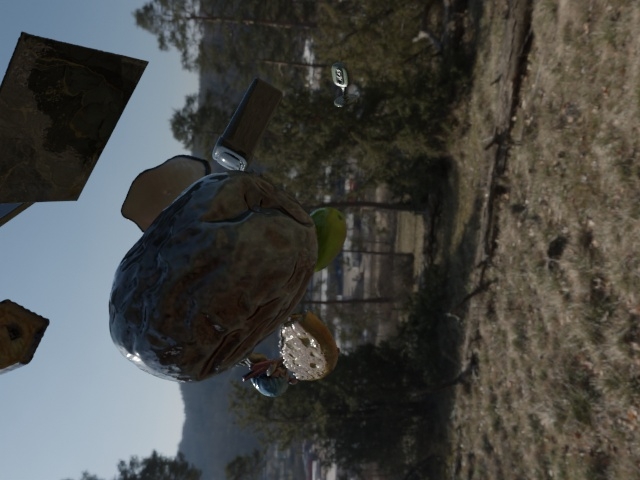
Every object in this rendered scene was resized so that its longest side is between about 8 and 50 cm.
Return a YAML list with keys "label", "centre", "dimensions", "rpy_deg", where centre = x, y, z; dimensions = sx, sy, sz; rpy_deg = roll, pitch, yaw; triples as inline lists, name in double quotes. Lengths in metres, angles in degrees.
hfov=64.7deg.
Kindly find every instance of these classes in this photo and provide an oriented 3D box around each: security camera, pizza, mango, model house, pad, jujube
- label: "security camera"
  centre: [0.049, -0.352, 1.132]
  dimensions: [0.058, 0.058, 0.092]
  rpy_deg: [-99, -7, -51]
- label: "pizza"
  centre: [-0.020, 0.203, 0.973]
  dimensions: [0.246, 0.127, 0.058]
  rpy_deg: [79, -150, -45]
- label: "mango"
  centre: [0.004, 0.001, 1.187]
  dimensions: [0.117, 0.089, 0.163]
  rpy_deg: [20, 94, 47]
- label: "model house"
  centre: [-0.794, 0.168, 1.128]
  dimensions: [0.312, 0.245, 0.280]
  rpy_deg: [66, -161, 3]
- label: "pad"
  centre: [-0.492, -0.200, 0.937]
  dimensions: [0.367, 0.007, 0.248]
  rpy_deg: [-49, -17, 25]
- label: "jujube"
  centre: [-0.149, 0.060, 0.709]
  dimensions: [0.308, 0.215, 0.246]
  rpy_deg: [-51, -9, 19]

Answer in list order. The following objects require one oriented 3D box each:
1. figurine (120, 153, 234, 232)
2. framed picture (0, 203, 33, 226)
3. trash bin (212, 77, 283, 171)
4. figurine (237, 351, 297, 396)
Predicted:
- label: "figurine"
  centre: [-0.280, -0.015, 1.145]
  dimensions: [0.323, 0.231, 0.340]
  rpy_deg: [-52, -25, -21]
- label: "framed picture"
  centre: [-0.704, -0.153, 1.224]
  dimensions: [0.289, 0.211, 0.020]
  rpy_deg: [44, 169, 50]
- label: "trash bin"
  centre: [-0.190, -0.294, 1.323]
  dimensions: [0.236, 0.101, 0.177]
  rpy_deg: [-62, 8, 4]
- label: "figurine"
  centre: [-0.184, 0.348, 1.375]
  dimensions: [0.260, 0.205, 0.102]
  rpy_deg: [55, -142, -49]
